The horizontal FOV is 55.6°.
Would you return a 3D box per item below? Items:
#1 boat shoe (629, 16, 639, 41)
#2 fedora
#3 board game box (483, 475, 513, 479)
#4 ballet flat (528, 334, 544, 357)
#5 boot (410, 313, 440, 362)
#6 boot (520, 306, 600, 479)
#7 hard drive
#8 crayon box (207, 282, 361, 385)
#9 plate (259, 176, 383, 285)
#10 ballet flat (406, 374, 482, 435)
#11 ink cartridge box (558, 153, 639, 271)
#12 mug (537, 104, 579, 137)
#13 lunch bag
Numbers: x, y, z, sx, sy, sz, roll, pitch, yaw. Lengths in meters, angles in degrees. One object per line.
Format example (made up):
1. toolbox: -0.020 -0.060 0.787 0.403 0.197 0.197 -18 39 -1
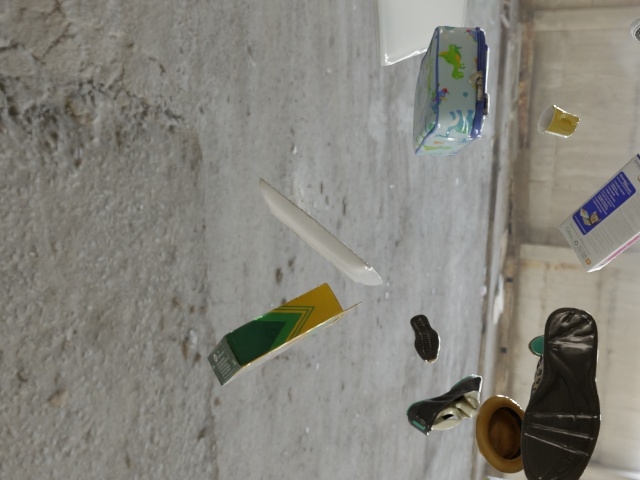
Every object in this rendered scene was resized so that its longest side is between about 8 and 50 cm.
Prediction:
1. boat shoe: 0.807 -0.451 1.397 0.228 0.080 0.076 12 57 -31
2. fedora: 0.447 0.488 1.521 0.079 0.194 0.194 -46 -163 52
3. board game box: 0.478 0.620 1.482 0.154 0.103 0.026 25 89 -38
4. ballet flat: 0.682 0.307 1.773 0.067 0.206 0.073 129 -47 -63
5. boot: 0.329 0.329 1.813 0.198 0.076 0.137 -87 158 -60
6. boot: 0.509 0.365 1.289 0.284 0.138 0.377 63 38 -53
7. hard drive: 0.209 -0.502 1.253 0.307 0.203 0.040 71 -2 -68
8. crayon box: -0.086 0.204 1.389 0.323 0.083 0.203 -24 168 -29
9. plate: 0.000 0.000 1.235 0.045 0.277 0.278 -50 166 -2
10. ballet flat: 0.257 0.322 1.168 0.203 0.074 0.074 -13 111 -33
11. ink cartridge box: 0.865 -0.073 1.773 0.371 0.069 0.176 115 -42 -55
12. mug: 0.508 -0.245 1.286 0.078 0.064 0.062 -93 -157 -62
13. lunch bag: 0.203 -0.234 0.969 0.219 0.090 0.176 89 3 -85
